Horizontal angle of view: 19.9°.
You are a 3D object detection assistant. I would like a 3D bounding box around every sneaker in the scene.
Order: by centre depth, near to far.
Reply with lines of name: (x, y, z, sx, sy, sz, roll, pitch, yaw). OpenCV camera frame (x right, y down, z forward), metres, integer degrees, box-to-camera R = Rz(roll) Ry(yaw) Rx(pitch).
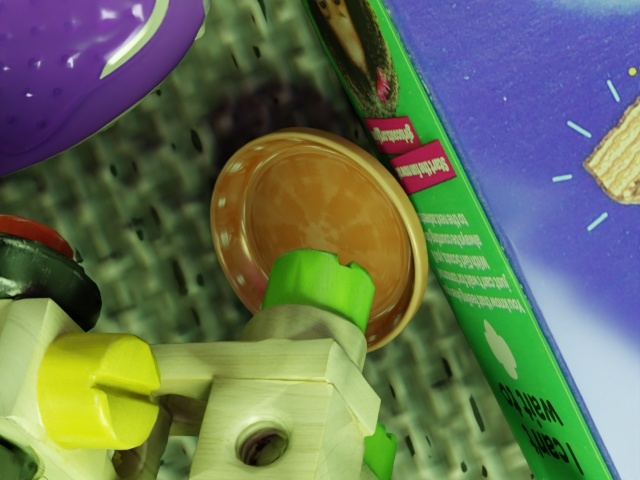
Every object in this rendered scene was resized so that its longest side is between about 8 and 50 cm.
sneaker: (-0.170, -0.049, 0.545, 0.293, 0.146, 0.102, -13, 99, -8)

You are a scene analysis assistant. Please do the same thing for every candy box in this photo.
candy box: (0.159, -0.057, 0.606, 0.268, 0.122, 0.317, -27, 95, -7)

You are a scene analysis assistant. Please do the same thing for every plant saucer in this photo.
plant saucer: (0.000, 0.000, 0.625, 0.083, 0.013, 0.083, 15, 120, 27)

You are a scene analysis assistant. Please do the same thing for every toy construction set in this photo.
toy construction set: (-0.093, 0.093, 0.542, 0.328, 0.151, 0.215, -16, 143, 18)
